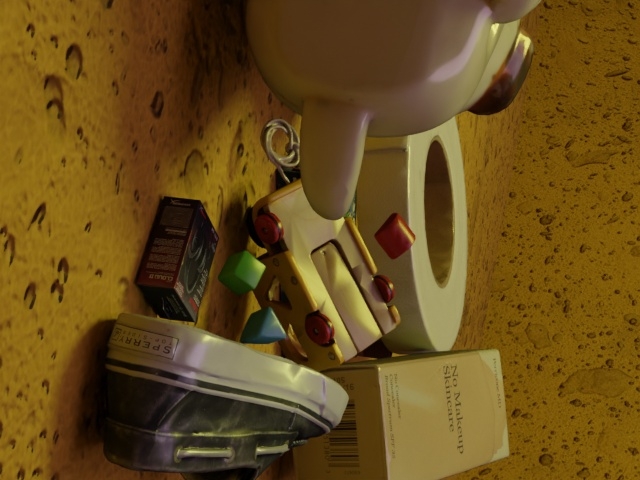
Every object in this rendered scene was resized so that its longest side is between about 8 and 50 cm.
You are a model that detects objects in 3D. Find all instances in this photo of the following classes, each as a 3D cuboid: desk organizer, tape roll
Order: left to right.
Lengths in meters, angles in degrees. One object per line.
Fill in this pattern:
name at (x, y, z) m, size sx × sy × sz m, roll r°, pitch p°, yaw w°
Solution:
desk organizer at (0.086, 0.103, 1.638) m, size 0.047 × 0.050 × 0.130 m, roll 83°, pitch 20°, yaw -45°
tape roll at (0.131, -0.038, 1.592) m, size 0.392 × 0.072 × 0.392 m, roll -2°, pitch 90°, yaw -72°

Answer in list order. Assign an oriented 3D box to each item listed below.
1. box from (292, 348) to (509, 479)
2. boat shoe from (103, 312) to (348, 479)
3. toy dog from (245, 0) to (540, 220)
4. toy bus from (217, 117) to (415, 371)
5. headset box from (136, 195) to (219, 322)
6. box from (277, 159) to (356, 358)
box at (0.100, 0.207, 1.377) m, size 0.311 × 0.121 × 0.148 m, roll 0°, pitch 84°, yaw -57°
boat shoe at (-0.081, 0.139, 0.925) m, size 0.335 × 0.121 × 0.119 m, roll 31°, pitch 75°, yaw -63°
toy dog at (0.088, -0.214, 1.034) m, size 0.408 × 0.284 × 0.396 m, roll -3°, pitch 93°, yaw -80°
toy bus at (-0.019, 0.024, 1.079) m, size 0.191 × 0.104 × 0.202 m, roll 26°, pitch 61°, yaw -30°
headset box at (-0.107, 0.018, 0.885) m, size 0.062 × 0.032 × 0.083 m, roll 71°, pitch 28°, yaw -60°
box at (0.000, 0.000, 1.267) m, size 0.159 × 0.044 × 0.233 m, roll -58°, pitch 152°, yaw -58°
